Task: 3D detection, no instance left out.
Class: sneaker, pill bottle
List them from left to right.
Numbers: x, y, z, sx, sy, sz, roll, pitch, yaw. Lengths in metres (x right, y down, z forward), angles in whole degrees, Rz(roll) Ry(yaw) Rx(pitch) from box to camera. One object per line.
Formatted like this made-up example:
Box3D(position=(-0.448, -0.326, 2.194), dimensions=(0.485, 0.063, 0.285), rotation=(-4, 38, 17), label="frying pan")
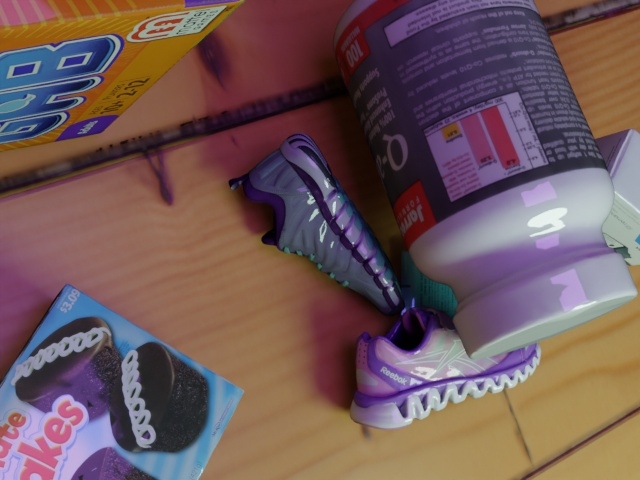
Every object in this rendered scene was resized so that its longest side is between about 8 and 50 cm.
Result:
Box3D(position=(0.000, 0.000, 0.998), dimensions=(0.098, 0.083, 0.224), rotation=(-31, 110, 8), label="sneaker")
Box3D(position=(0.130, 0.114, 1.013), dimensions=(0.236, 0.095, 0.105), rotation=(-15, 97, -28), label="sneaker")
Box3D(position=(0.163, -0.082, 0.964), dimensions=(0.210, 0.210, 0.363), rotation=(-11, 73, -29), label="pill bottle")

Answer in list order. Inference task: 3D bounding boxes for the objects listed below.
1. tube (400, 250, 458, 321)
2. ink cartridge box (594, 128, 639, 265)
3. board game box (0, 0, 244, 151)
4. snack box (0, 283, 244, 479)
Box3D(position=(0.183, 0.059, 1.086), dimensions=(0.207, 0.052, 0.080), rotation=(6, 74, -22), label="tube")
Box3D(position=(0.315, -0.039, 1.087), dimensions=(0.139, 0.190, 0.082), rotation=(36, 68, -18), label="ink cartridge box")
Box3D(position=(-0.321, -0.258, 0.693), dimensions=(0.356, 0.356, 0.356), rotation=(-15, 88, -29), label="board game box")
Box3D(position=(-0.218, 0.219, 0.801), dimensions=(0.187, 0.060, 0.322), rotation=(33, 62, -12), label="snack box")
